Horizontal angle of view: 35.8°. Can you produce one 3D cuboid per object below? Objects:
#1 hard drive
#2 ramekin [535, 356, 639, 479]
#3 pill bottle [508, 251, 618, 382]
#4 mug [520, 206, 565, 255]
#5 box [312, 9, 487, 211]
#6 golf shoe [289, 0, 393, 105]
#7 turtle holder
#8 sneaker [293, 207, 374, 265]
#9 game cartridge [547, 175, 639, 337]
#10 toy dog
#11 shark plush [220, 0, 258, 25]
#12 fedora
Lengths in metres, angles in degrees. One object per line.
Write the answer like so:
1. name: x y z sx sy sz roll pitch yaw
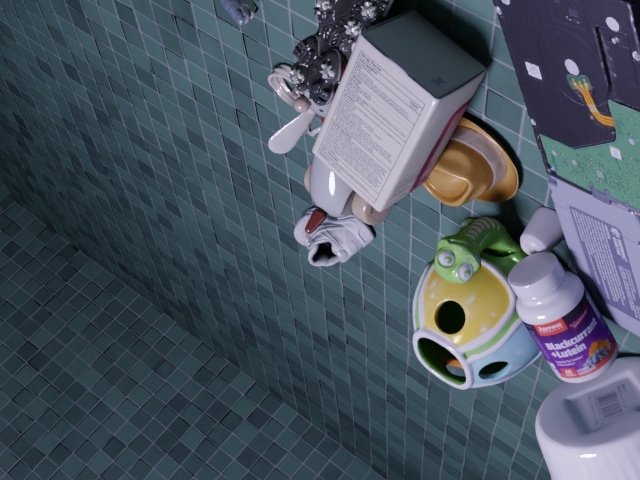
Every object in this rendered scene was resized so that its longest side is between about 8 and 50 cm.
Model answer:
1. hard drive: 0.330 -0.180 1.175 0.237 0.064 0.339 37 160 50
2. ramekin: 0.480 0.307 1.582 0.277 0.277 0.135 1 124 58
3. pill bottle: 0.364 0.114 1.505 0.108 0.108 0.193 4 135 56
4. mug: 0.344 -0.002 1.522 0.078 0.064 0.062 51 155 -19
5. box: 0.107 -0.183 1.413 0.148 0.127 0.232 43 139 16
6. golf shoe: 0.049 -0.318 1.421 0.105 0.120 0.273 48 136 13
7. turtle holder: 0.270 0.108 1.624 0.243 0.227 0.320 41 157 8
8. sneaker: 0.000 0.000 2.020 0.090 0.115 0.232 53 156 -21
9. game cartridge: 0.431 0.026 1.395 0.196 0.060 0.294 41 164 51
10. toy dog: -0.002 -0.137 1.726 0.220 0.161 0.333 11 141 52
11. shark plush: -0.168 -0.419 1.625 0.161 0.067 0.073 42 158 2
12. fedora: 0.211 -0.109 1.533 0.194 0.079 0.194 34 155 18
